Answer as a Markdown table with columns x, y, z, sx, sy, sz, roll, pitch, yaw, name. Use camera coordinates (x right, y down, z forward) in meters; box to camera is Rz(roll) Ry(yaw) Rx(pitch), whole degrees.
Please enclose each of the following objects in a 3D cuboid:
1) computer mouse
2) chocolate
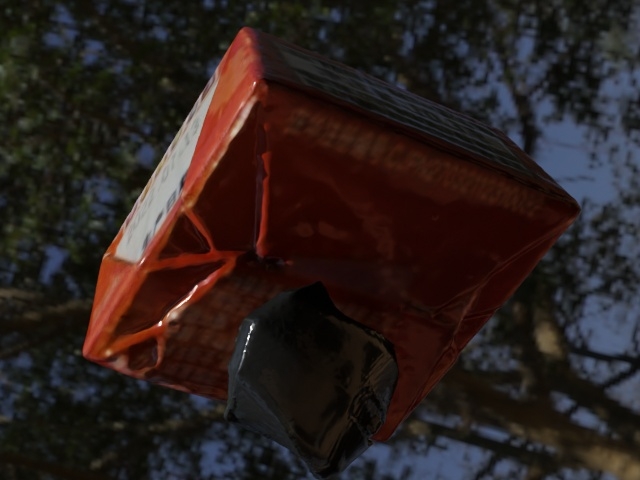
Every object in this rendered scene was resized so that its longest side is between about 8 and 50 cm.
| x | y | z | sx | sy | sz | roll | pitch | yaw | name |
| --- | --- | --- | --- | --- | --- | --- | --- | --- | --- |
| 0.007 | 0.090 | 0.805 | 0.099 | 0.057 | 0.172 | -58 | -37 | -14 | computer mouse |
| 0.000 | 0.000 | 0.868 | 0.235 | 0.237 | 0.108 | -55 | 29 | 30 | chocolate |
